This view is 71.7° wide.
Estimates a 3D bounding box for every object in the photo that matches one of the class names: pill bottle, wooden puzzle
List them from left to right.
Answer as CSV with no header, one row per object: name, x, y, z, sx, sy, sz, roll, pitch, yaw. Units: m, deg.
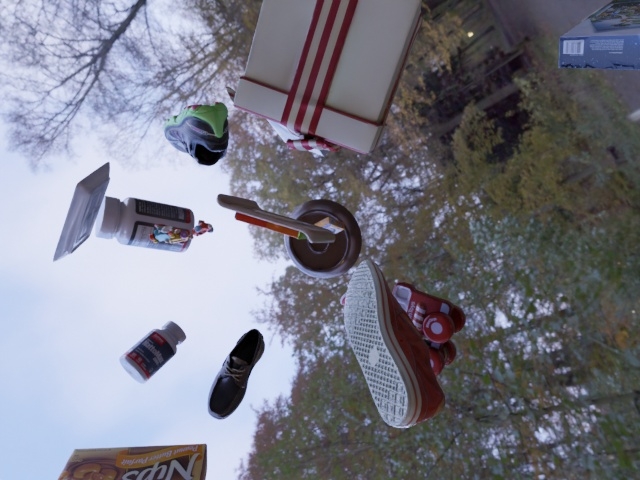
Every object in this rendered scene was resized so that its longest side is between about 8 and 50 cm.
pill bottle,-0.581,-0.055,1.473,0.283,0.161,0.161,11,-127,-34
pill bottle,-0.502,0.332,1.344,0.108,0.108,0.180,54,-130,-12
wooden puzzle,-0.096,-0.041,1.024,0.238,0.044,0.221,22,-174,14

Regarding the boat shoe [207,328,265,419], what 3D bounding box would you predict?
boat shoe,-0.315,0.472,1.627,0.132,0.130,0.355,15,-132,7

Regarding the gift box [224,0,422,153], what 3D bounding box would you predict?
gift box,0.003,-0.284,0.748,0.276,0.258,0.255,21,-163,11

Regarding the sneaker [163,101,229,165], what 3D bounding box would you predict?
sneaker,-0.462,-0.370,1.648,0.185,0.483,0.202,-14,-81,-25

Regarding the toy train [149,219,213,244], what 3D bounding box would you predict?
toy train,-0.382,-0.032,1.207,0.166,0.125,0.046,2,-115,-55

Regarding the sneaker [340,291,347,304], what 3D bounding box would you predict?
sneaker,0.110,0.182,1.360,0.042,0.118,0.067,10,-135,-41

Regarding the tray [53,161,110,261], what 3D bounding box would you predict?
tray,-0.606,-0.068,1.139,0.030,0.270,0.145,30,-150,-12

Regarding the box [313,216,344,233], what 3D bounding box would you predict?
box,0.002,-0.031,1.464,0.081,0.136,0.028,19,-129,-47

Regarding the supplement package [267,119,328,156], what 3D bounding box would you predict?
supplement package,-0.025,-0.392,1.314,0.194,0.203,0.149,29,167,40

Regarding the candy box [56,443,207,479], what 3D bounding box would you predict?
candy box,-0.429,0.566,1.011,0.183,0.316,0.088,-111,24,-71

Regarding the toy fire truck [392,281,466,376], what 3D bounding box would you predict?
toy fire truck,0.343,0.319,1.542,0.169,0.254,0.302,-7,-68,-56

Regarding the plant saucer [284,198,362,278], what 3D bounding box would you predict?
plant saucer,0.000,0.000,1.670,0.311,0.310,0.050,60,-161,-1

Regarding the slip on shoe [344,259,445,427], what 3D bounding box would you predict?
slip on shoe,0.123,0.171,0.795,0.101,0.123,0.331,13,-143,-27

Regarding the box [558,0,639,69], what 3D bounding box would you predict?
box,0.449,-0.259,0.542,0.159,0.233,0.044,-36,-52,-24
